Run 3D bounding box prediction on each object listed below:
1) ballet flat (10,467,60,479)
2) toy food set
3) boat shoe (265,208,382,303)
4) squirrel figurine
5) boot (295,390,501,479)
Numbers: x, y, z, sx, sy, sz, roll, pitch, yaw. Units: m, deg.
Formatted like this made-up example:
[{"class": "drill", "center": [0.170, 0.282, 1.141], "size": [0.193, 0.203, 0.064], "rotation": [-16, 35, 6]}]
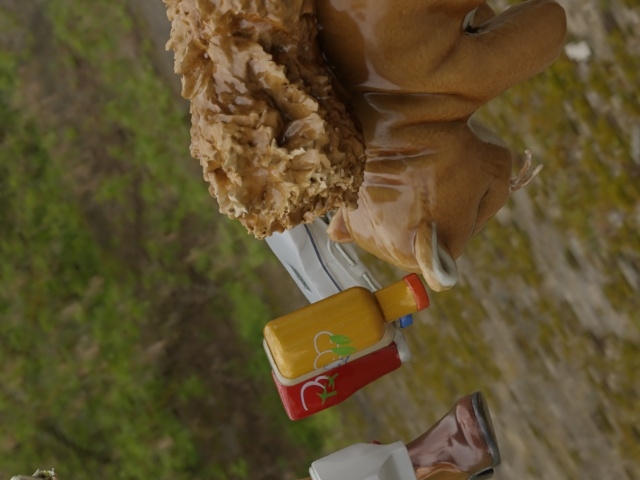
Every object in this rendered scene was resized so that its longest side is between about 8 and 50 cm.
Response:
[{"class": "ballet flat", "center": [-0.434, 0.368, 2.089], "size": [0.241, 0.091, 0.077], "rotation": [-15, -68, -71]}, {"class": "toy food set", "center": [0.036, 0.118, 1.027], "size": [0.111, 0.105, 0.232], "rotation": [-124, 13, -60]}, {"class": "boat shoe", "center": [0.000, 0.000, 1.737], "size": [0.096, 0.088, 0.267], "rotation": [33, 162, 48]}, {"class": "squirrel figurine", "center": [0.029, -0.133, 1.349], "size": [0.281, 0.397, 0.370], "rotation": [27, 127, 47]}, {"class": "boot", "center": [0.100, 0.298, 2.094], "size": [0.264, 0.281, 0.096], "rotation": [89, 169, -71]}]
